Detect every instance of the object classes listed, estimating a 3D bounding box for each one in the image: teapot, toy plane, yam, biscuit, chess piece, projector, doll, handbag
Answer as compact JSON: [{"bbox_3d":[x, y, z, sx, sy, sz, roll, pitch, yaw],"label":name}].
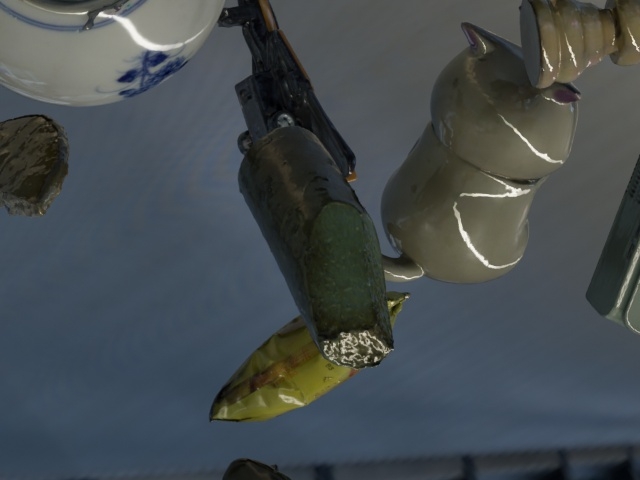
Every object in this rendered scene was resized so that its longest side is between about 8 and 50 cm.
[{"bbox_3d":[-0.197,-0.235,1.302,0.424,0.252,0.280,-18,179,-5],"label":"teapot"},{"bbox_3d":[-0.063,-0.193,1.926,0.103,0.316,0.204,-24,-179,-35],"label":"toy plane"},{"bbox_3d":[0.000,0.000,1.438,0.106,0.259,0.106,-13,132,-15],"label":"yam"},{"bbox_3d":[-0.362,-0.095,1.817,0.290,0.038,0.141,8,-126,50],"label":"biscuit"},{"bbox_3d":[0.288,-0.207,1.546,0.170,0.094,0.094,-8,163,-1],"label":"chess piece"},{"bbox_3d":[0.425,0.008,1.625,0.250,0.108,0.198,13,107,-15],"label":"projector"},{"bbox_3d":[0.214,-0.102,2.129,0.226,0.215,0.370,-11,136,-56],"label":"doll"},{"bbox_3d":[-0.059,0.275,1.686,0.047,0.111,0.072,32,79,-53],"label":"handbag"}]

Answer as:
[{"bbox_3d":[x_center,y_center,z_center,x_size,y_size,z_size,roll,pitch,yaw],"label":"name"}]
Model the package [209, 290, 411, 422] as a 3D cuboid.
[{"bbox_3d":[-0.009,0.127,1.731,0.226,0.090,0.168,-34,178,30],"label":"package"}]
